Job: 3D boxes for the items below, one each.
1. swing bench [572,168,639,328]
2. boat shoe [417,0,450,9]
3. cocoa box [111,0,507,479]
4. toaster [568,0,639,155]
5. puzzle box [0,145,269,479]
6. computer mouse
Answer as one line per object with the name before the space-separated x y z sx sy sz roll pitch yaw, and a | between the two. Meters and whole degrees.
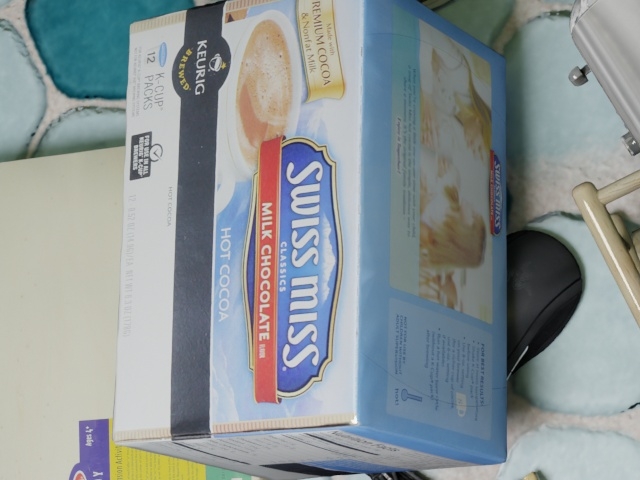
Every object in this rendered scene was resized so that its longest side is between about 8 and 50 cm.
swing bench | 0.364 0.030 1.356 0.253 0.165 0.255 -27 74 12
boat shoe | 0.056 -0.243 1.539 0.285 0.092 0.103 -32 73 11
cocoa box | 0.000 0.000 1.408 0.228 0.231 0.347 -8 73 33
toaster | 0.308 -0.173 1.428 0.227 0.129 0.146 -39 69 10
puzzle box | -0.176 0.121 1.577 0.272 0.052 0.409 -6 79 17
computer mouse | 0.131 0.124 1.471 0.262 0.060 0.184 -43 70 8
